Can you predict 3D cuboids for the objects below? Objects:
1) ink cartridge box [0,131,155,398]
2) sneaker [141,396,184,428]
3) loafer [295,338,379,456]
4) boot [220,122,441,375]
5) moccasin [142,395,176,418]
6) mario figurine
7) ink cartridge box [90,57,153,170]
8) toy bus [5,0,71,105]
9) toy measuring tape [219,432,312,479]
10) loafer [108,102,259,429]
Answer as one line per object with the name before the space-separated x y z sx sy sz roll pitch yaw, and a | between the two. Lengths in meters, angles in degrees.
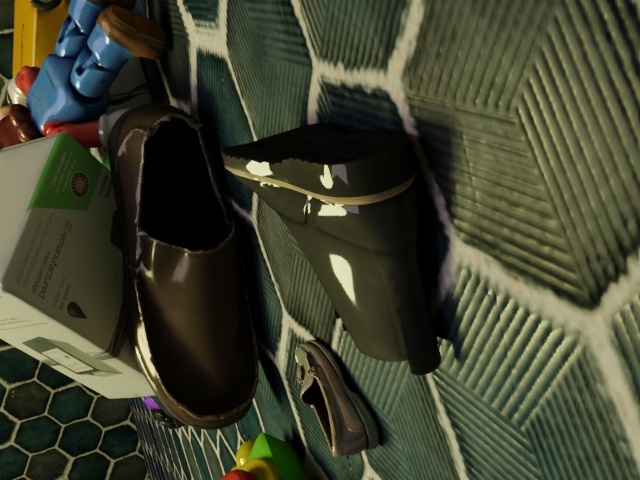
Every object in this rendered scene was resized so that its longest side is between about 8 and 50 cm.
ink cartridge box | -0.269 0.041 0.876 0.273 0.114 0.198 48 -139 -46
sneaker | -0.276 0.284 1.395 0.293 0.102 0.146 -170 61 -73
loafer | 0.002 0.126 0.616 0.125 0.039 0.045 47 148 50
boot | 0.000 0.000 0.490 0.198 0.076 0.137 29 137 64
moccasin | -0.258 0.098 1.103 0.116 0.137 0.342 -10 102 46
mario figurine | -0.302 -0.168 0.945 0.320 0.170 0.198 -45 29 26
ink cartridge box | -0.287 -0.168 1.077 0.153 0.086 0.209 -23 84 69
toy bus | -0.407 -0.274 1.169 0.108 0.130 0.333 37 123 46
toy measuring tape | -0.038 0.310 0.722 0.330 0.121 0.121 -129 29 -61
loafer | -0.148 0.030 0.797 0.130 0.133 0.366 175 79 -70
